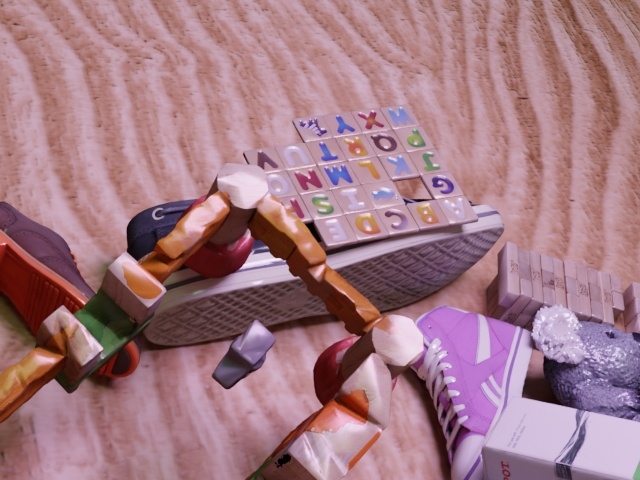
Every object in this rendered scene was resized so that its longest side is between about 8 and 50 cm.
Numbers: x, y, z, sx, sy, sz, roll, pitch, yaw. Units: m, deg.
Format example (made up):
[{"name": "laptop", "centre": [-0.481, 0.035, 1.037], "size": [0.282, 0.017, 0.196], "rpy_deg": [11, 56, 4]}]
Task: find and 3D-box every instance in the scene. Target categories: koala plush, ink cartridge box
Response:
[{"name": "koala plush", "centre": [0.341, 0.182, 1.512], "size": [0.196, 0.203, 0.221], "rpy_deg": [40, 15, -50]}, {"name": "ink cartridge box", "centre": [0.285, 0.259, 1.317], "size": [0.208, 0.153, 0.087], "rpy_deg": [9, 41, 29]}]

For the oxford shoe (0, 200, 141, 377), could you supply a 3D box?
[{"name": "oxford shoe", "centre": [-0.288, 0.043, 1.387], "size": [0.271, 0.097, 0.098], "rpy_deg": [39, 39, 11]}]

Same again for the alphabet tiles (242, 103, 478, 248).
[{"name": "alphabet tiles", "centre": [0.039, -0.077, 1.466], "size": [0.237, 0.009, 0.198], "rpy_deg": [-10, 52, -25]}]

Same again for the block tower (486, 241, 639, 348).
[{"name": "block tower", "centre": [0.375, 0.106, 1.657], "size": [0.336, 0.097, 0.091], "rpy_deg": [18, 44, -13]}]

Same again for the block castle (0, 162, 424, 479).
[{"name": "block castle", "centre": [-0.142, 0.172, 1.212], "size": [0.303, 0.213, 0.453], "rpy_deg": [44, 62, 4]}]

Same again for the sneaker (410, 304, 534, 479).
[{"name": "sneaker", "centre": [0.151, 0.180, 1.481], "size": [0.161, 0.102, 0.282], "rpy_deg": [23, 34, 1]}]

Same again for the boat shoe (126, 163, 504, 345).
[{"name": "boat shoe", "centre": [0.000, 0.000, 1.508], "size": [0.500, 0.187, 0.156], "rpy_deg": [-9, 60, -26]}]
